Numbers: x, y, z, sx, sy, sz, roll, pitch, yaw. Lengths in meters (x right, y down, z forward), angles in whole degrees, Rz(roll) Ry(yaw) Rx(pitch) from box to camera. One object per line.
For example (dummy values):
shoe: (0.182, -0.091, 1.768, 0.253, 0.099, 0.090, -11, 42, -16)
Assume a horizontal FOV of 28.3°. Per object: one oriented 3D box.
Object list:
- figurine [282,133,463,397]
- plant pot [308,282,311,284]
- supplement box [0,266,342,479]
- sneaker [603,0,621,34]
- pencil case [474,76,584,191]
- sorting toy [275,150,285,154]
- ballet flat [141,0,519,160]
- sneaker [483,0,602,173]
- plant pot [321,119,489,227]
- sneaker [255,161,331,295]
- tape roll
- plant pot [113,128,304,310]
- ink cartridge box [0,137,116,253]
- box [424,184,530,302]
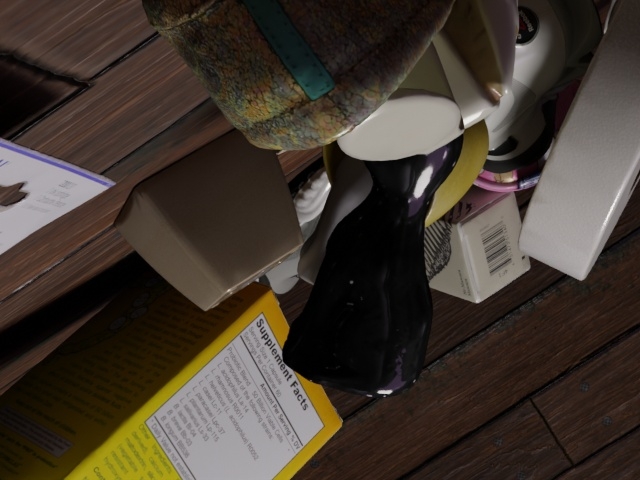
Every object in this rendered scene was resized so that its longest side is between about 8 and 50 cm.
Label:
figurine: (0.049, -0.036, 0.862, 0.215, 0.092, 0.209, -83, -171, -65)
plant pot: (0.060, 0.004, 1.783, 0.237, 0.109, 0.237, -24, -158, 10)
supplement box: (-0.186, 0.208, 1.257, 0.356, 0.194, 0.195, -42, -146, -26)
sneaker: (0.397, -0.231, 1.652, 0.169, 0.108, 0.292, -21, 131, -59)
pencil case: (0.245, -0.152, 1.512, 0.160, 0.167, 0.386, -51, 173, 16)
sorting toy: (-0.013, -0.092, 1.111, 0.062, 0.012, 0.083, -35, 177, 42)
ballet flat: (0.034, -0.094, 0.568, 0.123, 0.123, 0.348, -35, 177, 21)
sneaker: (0.142, -0.134, 1.172, 0.146, 0.122, 0.330, -27, 164, -9)
plant pot: (0.080, -0.075, 1.026, 0.095, 0.134, 0.134, -17, 168, -36)
sneaker: (0.000, 0.000, 1.497, 0.100, 0.108, 0.271, -36, 171, -39)
tape roll: (0.298, -0.149, 1.168, 0.392, 0.072, 0.392, -57, 165, -24)
plant pot: (-0.075, -0.011, 0.941, 0.109, 0.096, 0.109, -32, 177, -23)
ink cartridge box: (-0.193, 0.011, 0.486, 0.208, 0.045, 0.206, -32, 177, 0)
box: (0.114, -0.020, 1.516, 0.094, 0.113, 0.275, -31, -152, -28)
